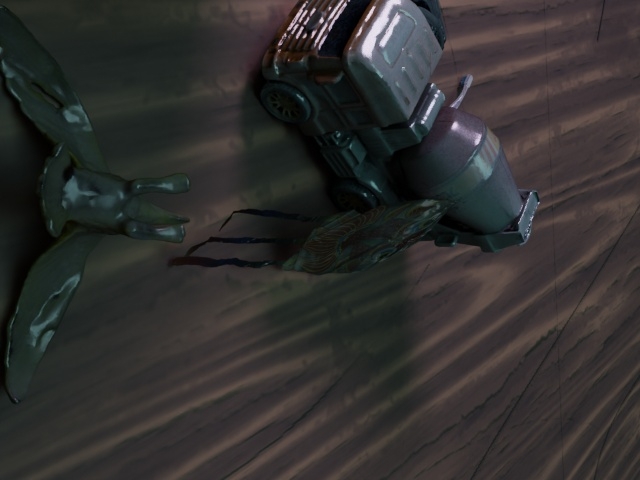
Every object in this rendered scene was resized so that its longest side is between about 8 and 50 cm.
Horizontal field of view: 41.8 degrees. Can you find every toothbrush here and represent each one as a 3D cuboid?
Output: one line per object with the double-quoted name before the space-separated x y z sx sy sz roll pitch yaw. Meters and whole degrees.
"toothbrush" 0.126 -0.121 0.845 0.011 0.013 0.131 46 58 -29

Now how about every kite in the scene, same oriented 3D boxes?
"kite" -0.001 -0.003 0.633 0.229 0.127 0.016 0 58 -44

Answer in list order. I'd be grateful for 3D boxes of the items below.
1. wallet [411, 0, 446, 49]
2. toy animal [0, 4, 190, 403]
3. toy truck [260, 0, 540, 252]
"wallet" 0.074 -0.201 0.767 0.129 0.026 0.088 -32 115 -45
"toy animal" -0.118 -0.013 0.493 0.155 0.095 0.219 7 87 -46
"toy truck" 0.074 -0.085 0.683 0.256 0.140 0.108 52 54 -38
